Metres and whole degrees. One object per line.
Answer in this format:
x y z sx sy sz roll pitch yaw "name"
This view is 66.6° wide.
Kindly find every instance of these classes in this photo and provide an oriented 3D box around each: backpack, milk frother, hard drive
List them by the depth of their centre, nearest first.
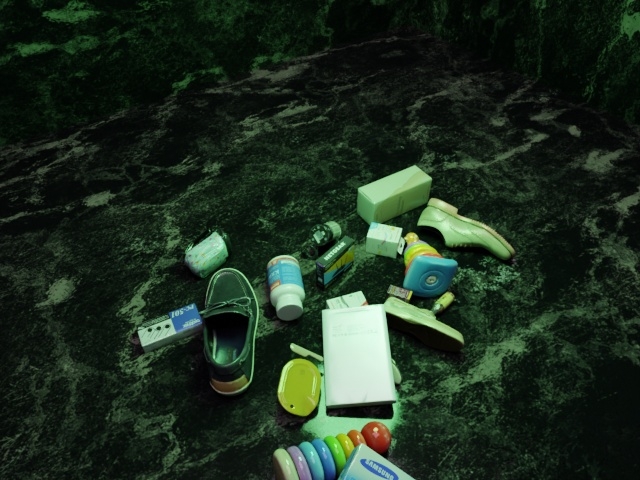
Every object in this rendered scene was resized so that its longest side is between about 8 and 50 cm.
0.116 0.361 1.548 0.210 0.040 0.318 -6 54 5 "hard drive"
-0.428 0.052 1.861 0.182 0.152 0.115 -38 59 -25 "backpack"
0.000 0.000 1.946 0.143 0.129 0.135 -16 0 25 "milk frother"

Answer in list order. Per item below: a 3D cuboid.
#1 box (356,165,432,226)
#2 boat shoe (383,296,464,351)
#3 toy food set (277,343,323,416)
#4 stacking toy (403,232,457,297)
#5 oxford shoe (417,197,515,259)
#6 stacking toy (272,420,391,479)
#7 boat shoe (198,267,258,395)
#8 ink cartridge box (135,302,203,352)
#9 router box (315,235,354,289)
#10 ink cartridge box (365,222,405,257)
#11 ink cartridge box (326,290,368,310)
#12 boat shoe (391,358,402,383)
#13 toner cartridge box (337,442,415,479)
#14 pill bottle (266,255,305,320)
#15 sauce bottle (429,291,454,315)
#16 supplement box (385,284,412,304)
0.315 -0.192 2.100 0.311 0.148 0.121 -25 50 -21 "box"
0.347 0.275 1.649 0.302 0.109 0.098 20 49 27 "boat shoe"
-0.067 0.444 1.508 0.128 0.071 0.217 19 47 -6 "toy food set"
0.376 0.062 1.850 0.175 0.165 0.301 8 32 -13 "stacking toy"
0.577 -0.014 1.954 0.397 0.140 0.146 33 84 24 "oxford shoe"
0.044 0.586 1.328 0.331 0.141 0.141 -13 45 -23 "stacking toy"
-0.304 0.265 1.629 0.187 0.156 0.500 -7 43 -4 "boat shoe"
-0.514 0.298 1.671 0.207 0.046 0.097 -20 48 -19 "ink cartridge box"
0.055 0.084 1.825 0.046 0.133 0.179 30 52 28 "router box"
0.261 0.000 1.939 0.143 0.089 0.092 11 45 13 "ink cartridge box"
0.098 0.245 1.712 0.135 0.056 0.099 -14 47 -14 "ink cartridge box"
0.219 0.401 1.562 0.043 0.049 0.137 14 25 -48 "boat shoe"
0.200 0.674 1.189 0.348 0.075 0.165 32 50 7 "toner cartridge box"
-0.122 0.170 1.743 0.124 0.124 0.221 -7 44 -7 "pill bottle"
0.427 0.232 1.734 0.042 0.042 0.128 34 52 30 "sauce bottle"
0.283 0.203 1.757 0.083 0.055 0.043 17 46 16 "supplement box"
